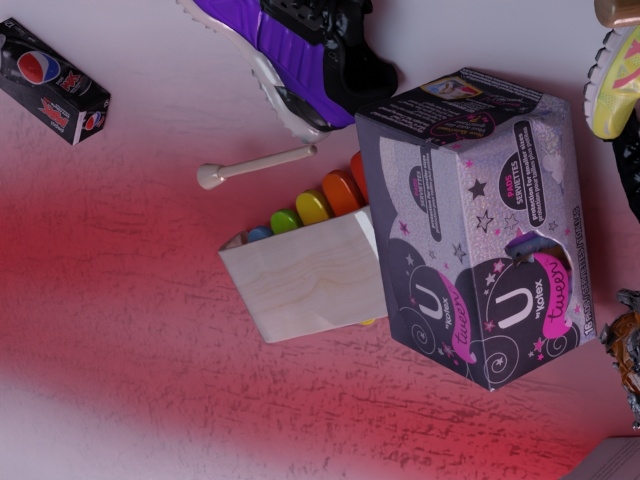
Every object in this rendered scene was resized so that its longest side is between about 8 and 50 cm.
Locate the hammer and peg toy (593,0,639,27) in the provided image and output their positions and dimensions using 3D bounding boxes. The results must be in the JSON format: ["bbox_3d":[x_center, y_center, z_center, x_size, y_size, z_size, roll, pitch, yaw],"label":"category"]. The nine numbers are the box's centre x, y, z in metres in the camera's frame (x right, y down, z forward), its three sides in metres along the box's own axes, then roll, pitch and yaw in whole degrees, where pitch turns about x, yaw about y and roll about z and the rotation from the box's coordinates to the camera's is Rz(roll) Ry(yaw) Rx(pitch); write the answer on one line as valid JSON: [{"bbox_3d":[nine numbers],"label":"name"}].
[{"bbox_3d":[0.325,-0.158,1.318,0.361,0.127,0.266,-114,22,-43],"label":"hammer and peg toy"}]

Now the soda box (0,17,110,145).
[{"bbox_3d":[-0.325,-0.186,2.171,0.169,0.053,0.060,37,136,19],"label":"soda box"}]

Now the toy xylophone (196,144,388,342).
[{"bbox_3d":[0.000,0.000,1.965,0.323,0.081,0.236,-5,113,45],"label":"toy xylophone"}]

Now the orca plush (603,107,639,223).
[{"bbox_3d":[0.337,-0.002,1.627,0.287,0.102,0.151,54,139,1],"label":"orca plush"}]

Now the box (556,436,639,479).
[{"bbox_3d":[0.304,0.310,1.809,0.119,0.181,0.182,-8,111,47],"label":"box"}]

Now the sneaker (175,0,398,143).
[{"bbox_3d":[-0.026,-0.228,1.797,0.146,0.102,0.293,-16,128,38],"label":"sneaker"}]

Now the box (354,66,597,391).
[{"bbox_3d":[0.146,-0.012,1.743,0.163,0.142,0.247,27,135,51],"label":"box"}]

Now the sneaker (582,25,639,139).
[{"bbox_3d":[0.290,-0.166,1.561,0.094,0.081,0.208,29,120,10],"label":"sneaker"}]

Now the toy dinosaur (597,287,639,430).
[{"bbox_3d":[0.336,0.143,1.637,0.164,0.322,0.218,-30,101,13],"label":"toy dinosaur"}]
